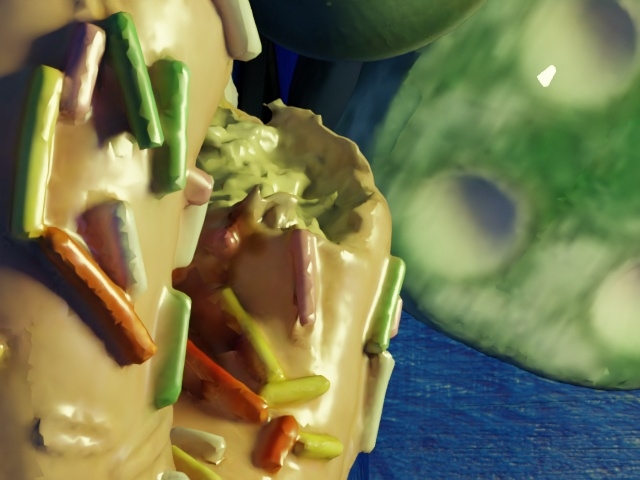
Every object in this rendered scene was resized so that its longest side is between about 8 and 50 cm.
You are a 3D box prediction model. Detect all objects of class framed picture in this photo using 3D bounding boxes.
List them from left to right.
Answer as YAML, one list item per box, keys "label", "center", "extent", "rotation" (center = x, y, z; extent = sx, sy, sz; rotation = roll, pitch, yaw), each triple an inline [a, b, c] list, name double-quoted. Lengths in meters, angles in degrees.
- label: "framed picture"
  center: [-0.036, 0.007, 1.216]
  extent: [0.281, 0.019, 0.209]
  rotation: [84, 6, -47]

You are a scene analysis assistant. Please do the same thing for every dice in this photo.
- label: "dice"
  center: [0.187, -0.130, 1.188]
  extent: [0.348, 0.328, 0.330]
  rotation: [-58, -162, 30]

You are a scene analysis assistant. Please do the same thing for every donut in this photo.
- label: "donut"
  center: [-0.046, 0.021, 0.393]
  extent: [0.233, 0.085, 0.199]
  rotation: [52, 48, -64]

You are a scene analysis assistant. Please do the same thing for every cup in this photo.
- label: "cup"
  center: [0.002, -0.211, 0.913]
  extent: [0.150, 0.199, 0.199]
  rotation: [33, 55, -62]

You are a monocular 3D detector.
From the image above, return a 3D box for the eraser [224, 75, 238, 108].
- label: "eraser"
  center: [-0.066, -0.051, 0.573]
  extent: [0.204, 0.059, 0.243]
  rotation: [62, 25, -81]
